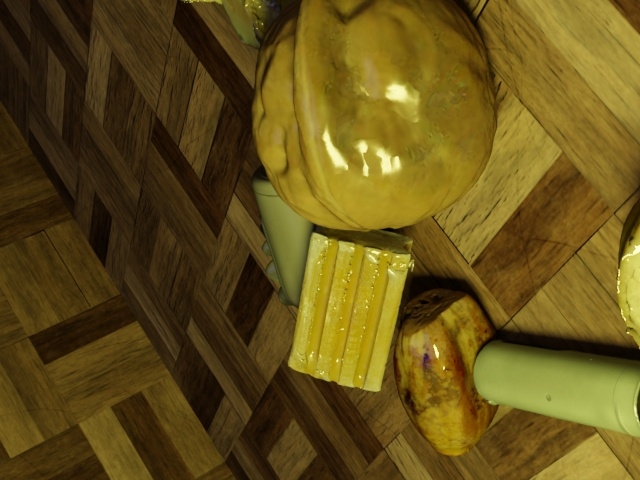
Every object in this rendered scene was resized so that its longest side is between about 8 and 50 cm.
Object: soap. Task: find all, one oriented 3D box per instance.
[{"bbox_3d":[0.051,0.113,1.651,0.174,0.089,0.274,13,116,4],"label":"soap"}]

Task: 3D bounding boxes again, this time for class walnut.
[{"bbox_3d":[0.079,-0.197,1.397,0.383,0.384,0.383,39,143,38],"label":"walnut"}]

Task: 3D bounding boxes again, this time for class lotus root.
[{"bbox_3d":[0.210,0.225,1.654,0.193,0.193,0.290,16,126,54],"label":"lotus root"}]

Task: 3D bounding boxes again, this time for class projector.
[{"bbox_3d":[0.374,0.218,1.446,0.337,0.108,0.108,2,114,59],"label":"projector"}]

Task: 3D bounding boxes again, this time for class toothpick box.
[{"bbox_3d":[0.000,0.000,1.768,0.229,0.229,0.316,17,127,53],"label":"toothpick box"}]

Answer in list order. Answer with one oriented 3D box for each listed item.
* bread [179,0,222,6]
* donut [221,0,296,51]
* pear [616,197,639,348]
[{"bbox_3d":[-0.196,-0.514,1.819,0.152,0.127,0.147,27,137,24],"label":"bread"},{"bbox_3d":[-0.085,-0.496,1.563,0.307,0.150,0.371,53,154,34],"label":"donut"},{"bbox_3d":[0.431,0.021,1.135,0.178,0.267,0.266,-126,18,-73],"label":"pear"}]
